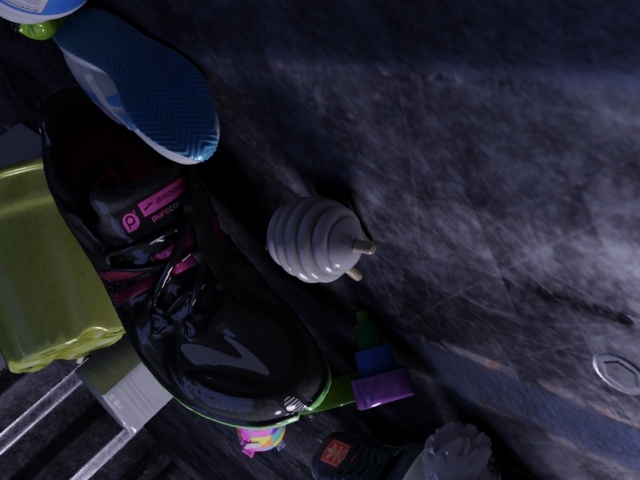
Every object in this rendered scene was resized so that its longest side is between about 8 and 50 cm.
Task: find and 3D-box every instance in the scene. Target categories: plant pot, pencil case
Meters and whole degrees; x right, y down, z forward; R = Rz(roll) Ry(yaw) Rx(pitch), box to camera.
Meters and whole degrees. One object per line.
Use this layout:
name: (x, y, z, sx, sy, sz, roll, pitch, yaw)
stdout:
plant pot: (-0.405, 0.049, 1.114, 0.254, 0.276, 0.276, 68, 158, 9)
pencil case: (-0.118, 0.300, 1.342, 0.104, 0.104, 0.236, 34, 152, 27)

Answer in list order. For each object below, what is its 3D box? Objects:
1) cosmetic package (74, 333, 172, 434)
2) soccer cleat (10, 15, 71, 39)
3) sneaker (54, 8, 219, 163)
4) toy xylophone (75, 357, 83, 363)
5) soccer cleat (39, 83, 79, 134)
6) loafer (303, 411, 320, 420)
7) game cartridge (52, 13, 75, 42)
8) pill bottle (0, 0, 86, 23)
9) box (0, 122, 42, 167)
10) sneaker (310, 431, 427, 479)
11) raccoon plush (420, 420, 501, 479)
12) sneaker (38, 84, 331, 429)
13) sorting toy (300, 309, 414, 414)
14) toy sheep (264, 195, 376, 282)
cosmetic package: (-0.271, 0.187, 1.252, 0.127, 0.238, 0.107, 18, 141, 52)
soccer cleat: (-0.307, -0.299, 0.780, 0.060, 0.072, 0.179, -3, 109, 30)
sneaker: (-0.179, -0.150, 0.780, 0.229, 0.087, 0.092, 43, 164, 26)
toy xylophone: (-0.439, 0.075, 1.343, 0.236, 0.081, 0.322, 48, 126, 20)
soccer cleat: (-0.361, -0.161, 1.056, 0.068, 0.076, 0.196, 49, 156, -5)
loafer: (-0.073, 0.232, 1.208, 0.170, 0.061, 0.062, 43, 155, 6)
game cartridge: (-0.315, -0.264, 0.900, 0.056, 0.017, 0.083, 50, 156, -16)
pill bottle: (-0.240, -0.264, 0.645, 0.124, 0.124, 0.221, 54, 156, -16)
box: (-0.531, -0.136, 1.343, 0.102, 0.101, 0.087, 31, 151, 29)
sneaker: (0.062, 0.322, 1.038, 0.148, 0.131, 0.350, 37, 155, 10)
raccoon plush: (0.232, 0.415, 0.945, 0.299, 0.216, 0.446, 153, 105, -79)
sneaker: (-0.180, 0.019, 0.854, 0.483, 0.185, 0.202, 46, 165, 13)
sorting toy: (-0.004, 0.152, 0.966, 0.365, 0.127, 0.126, -30, 73, 63)
toy sheep: (0.000, 0.000, 0.709, 0.132, 0.091, 0.091, 2, 132, 39)
